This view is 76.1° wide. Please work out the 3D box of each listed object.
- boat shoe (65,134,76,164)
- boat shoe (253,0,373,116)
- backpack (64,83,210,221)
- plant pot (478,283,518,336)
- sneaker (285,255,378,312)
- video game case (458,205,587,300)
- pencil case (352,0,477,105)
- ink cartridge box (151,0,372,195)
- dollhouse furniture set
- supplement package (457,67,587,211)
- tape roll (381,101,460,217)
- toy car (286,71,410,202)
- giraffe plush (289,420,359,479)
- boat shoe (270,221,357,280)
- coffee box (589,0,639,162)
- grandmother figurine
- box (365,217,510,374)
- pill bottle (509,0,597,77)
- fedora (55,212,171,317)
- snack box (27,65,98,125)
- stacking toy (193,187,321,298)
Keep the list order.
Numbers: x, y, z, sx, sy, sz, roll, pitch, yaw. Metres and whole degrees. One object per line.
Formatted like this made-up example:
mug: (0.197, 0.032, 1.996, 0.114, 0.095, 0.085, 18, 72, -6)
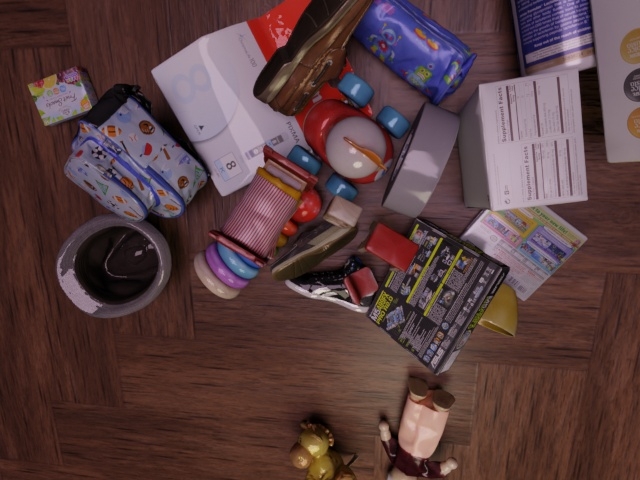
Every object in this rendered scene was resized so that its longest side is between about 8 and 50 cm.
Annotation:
boat shoe: (-0.572, -0.236, 0.995, 0.060, 0.064, 0.178, 34, 110, -3)
boat shoe: (0.001, -0.366, 0.778, 0.104, 0.111, 0.307, 24, 134, -37)
backpack: (-0.387, -0.159, 0.876, 0.263, 0.276, 0.213, 35, 72, -29)
plant pot: (0.388, 0.144, 0.922, 0.134, 0.134, 0.095, 26, 84, 1)
sneaker: (0.033, 0.083, 0.984, 0.216, 0.079, 0.121, 18, 104, -5)
video game case: (0.443, 0.003, 0.920, 0.212, 0.023, 0.193, 37, 107, -1)
pencil case: (0.160, -0.404, 0.801, 0.306, 0.133, 0.119, 39, 82, -3)
ink cartridge box: (-0.125, -0.317, 0.890, 0.385, 0.091, 0.308, -25, 100, 16)
dollhouse furniture set: (0.000, 0.000, 0.818, 0.374, 0.152, 0.201, 30, 87, -5)
supplement package: (0.349, -0.165, 0.752, 0.145, 0.262, 0.204, -7, 94, 10)
tape roll: (0.195, -0.156, 0.814, 0.072, 0.219, 0.219, 21, 107, 3)
toy car: (0.077, -0.173, 0.796, 0.210, 0.238, 0.219, 32, 105, -25)
giraffe plush: (-0.005, 0.571, 1.066, 0.181, 0.210, 0.170, -29, 94, 40)
boat shoe: (-0.023, 0.013, 0.947, 0.223, 0.080, 0.073, -30, 62, -9)
coffee box: (0.668, -0.316, 0.578, 0.338, 0.337, 0.334, -18, 103, -17)
grandmother figurine: (0.249, 0.537, 1.061, 0.207, 0.104, 0.342, 25, 113, 31)
box: (0.246, 0.119, 0.903, 0.216, 0.060, 0.270, 36, 110, 37)
pill bottle: (0.426, -0.434, 0.737, 0.153, 0.153, 0.265, -13, 103, 12)
fedora: (-0.493, 0.052, 1.028, 0.275, 0.124, 0.244, -37, 99, 8)
snack box: (-0.617, -0.346, 0.987, 0.141, 0.037, 0.100, -14, 104, 12)
stacking toy: (-0.137, -0.014, 0.961, 0.330, 0.141, 0.141, -41, 96, 10)
